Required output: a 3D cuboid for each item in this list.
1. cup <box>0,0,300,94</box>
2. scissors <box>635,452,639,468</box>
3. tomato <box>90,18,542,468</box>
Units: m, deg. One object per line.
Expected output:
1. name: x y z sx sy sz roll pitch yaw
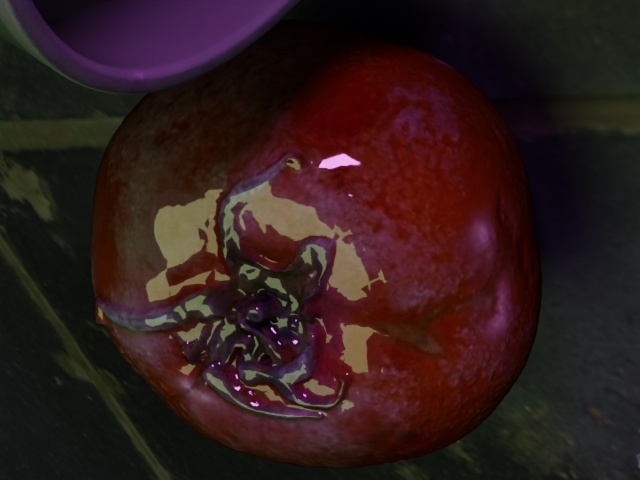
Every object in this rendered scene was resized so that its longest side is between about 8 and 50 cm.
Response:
1. cup: -0.143 -0.249 0.655 0.274 0.259 0.356 30 168 26
2. scissors: 0.270 0.013 0.597 0.256 0.029 0.383 43 120 -2
3. tomato: 0.000 -0.004 0.903 0.232 0.188 0.232 6 111 17
